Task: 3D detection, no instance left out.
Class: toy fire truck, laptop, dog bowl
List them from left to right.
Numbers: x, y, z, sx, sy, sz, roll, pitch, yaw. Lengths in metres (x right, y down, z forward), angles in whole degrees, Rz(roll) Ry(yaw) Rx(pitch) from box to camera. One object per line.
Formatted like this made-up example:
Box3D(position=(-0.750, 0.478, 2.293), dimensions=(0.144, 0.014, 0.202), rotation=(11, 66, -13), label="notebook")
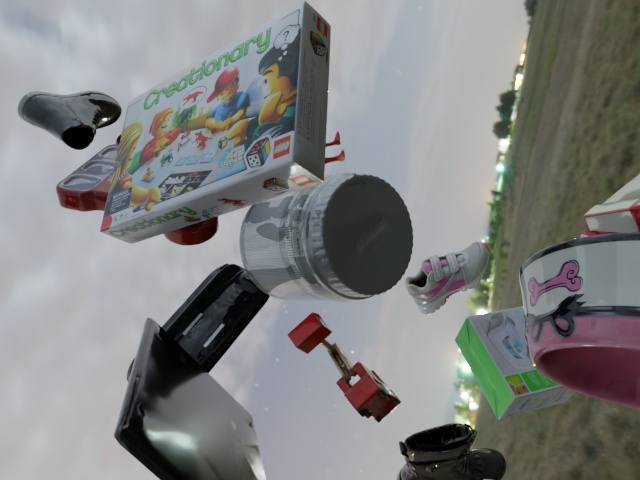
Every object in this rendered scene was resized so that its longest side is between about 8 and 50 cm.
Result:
Box3D(position=(-0.286, -0.138, 0.971), dimensions=(0.302, 0.254, 0.169), rotation=(-68, -15, -50), label="toy fire truck")
Box3D(position=(-0.200, 0.379, 0.761), dimensions=(0.236, 0.408, 0.382), rotation=(-41, 16, -4), label="laptop")
Box3D(position=(0.039, 0.181, 0.754), dimensions=(0.047, 0.135, 0.192), rotation=(-42, -30, 0), label="toy fire truck")
Box3D(position=(0.504, 0.147, 0.807), dimensions=(0.408, 0.408, 0.150), rotation=(65, -140, -62), label="dog bowl")

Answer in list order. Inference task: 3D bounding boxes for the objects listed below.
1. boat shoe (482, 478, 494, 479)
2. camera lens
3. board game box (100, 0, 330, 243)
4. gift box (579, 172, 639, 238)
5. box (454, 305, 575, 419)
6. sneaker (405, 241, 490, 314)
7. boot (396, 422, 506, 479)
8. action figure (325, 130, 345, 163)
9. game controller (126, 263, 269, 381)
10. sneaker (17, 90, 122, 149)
Box3D(position=(0.354, 0.522, 0.950), dimensions=(0.078, 0.070, 0.219), rotation=(-31, -87, -44), label="boat shoe")
Box3D(position=(0.000, 0.000, 0.967), dimensions=(0.219, 0.274, 0.219), rotation=(3, -96, -36), label="camera lens")
Box3D(position=(-0.126, -0.120, 0.611), dimensions=(0.053, 0.305, 0.192), rotation=(29, -125, -47), label="board game box")
Box3D(position=(0.611, 0.015, 0.899), dimensions=(0.258, 0.276, 0.255), rotation=(-30, -86, -32), label="gift box")
Box3D(position=(0.546, 0.332, 1.497), dimensions=(0.126, 0.231, 0.262), rotation=(100, 157, -45), label="box")
Box3D(position=(0.324, 0.085, 1.394), dimensions=(0.252, 0.111, 0.103), rotation=(-43, 28, 18), label="sneaker")
Box3D(position=(0.271, 0.431, 1.064), dimensions=(0.229, 0.263, 0.091), rotation=(93, 164, -45), label="boot")
Box3D(position=(-0.085, -0.229, 1.326), dimensions=(0.139, 0.280, 0.091), rotation=(80, 177, -64), label="action figure")
Box3D(position=(-0.234, 0.177, 1.052), dimensions=(0.319, 0.166, 0.067), rotation=(-51, -37, -24), label="game controller")
Box3D(position=(-0.447, -0.224, 1.032), dimensions=(0.083, 0.118, 0.222), rotation=(-60, -15, 26), label="sneaker")
